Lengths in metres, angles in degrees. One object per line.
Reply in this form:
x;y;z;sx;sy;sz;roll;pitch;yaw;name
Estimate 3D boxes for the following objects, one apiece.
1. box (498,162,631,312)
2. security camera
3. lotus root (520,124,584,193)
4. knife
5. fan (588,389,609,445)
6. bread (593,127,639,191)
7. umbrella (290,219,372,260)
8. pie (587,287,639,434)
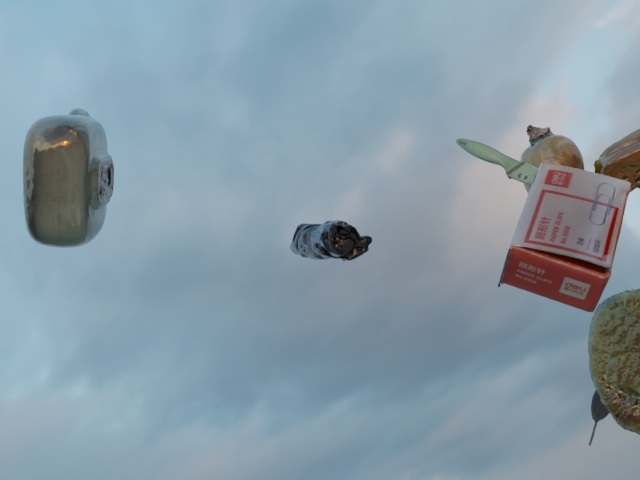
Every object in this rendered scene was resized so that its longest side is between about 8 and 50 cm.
0.337;-0.009;0.994;0.099;0.133;0.182;86;-152;-49;box
-0.289;-0.081;0.887;0.080;0.157;0.301;1;10;-8;security camera
0.490;-0.158;1.544;0.125;0.221;0.118;-5;-17;-8;lotus root
0.362;-0.138;1.374;0.020;0.293;0.043;30;-87;-46;knife
0.521;0.318;1.351;0.085;0.005;0.133;18;-90;-38;fan
0.725;-0.179;1.396;0.380;0.109;0.185;-32;-71;12;bread
0.000;0.000;1.049;0.059;0.066;0.235;-59;16;-10;umbrella
0.566;0.201;1.219;0.078;0.277;0.277;-1;-37;-31;pie
